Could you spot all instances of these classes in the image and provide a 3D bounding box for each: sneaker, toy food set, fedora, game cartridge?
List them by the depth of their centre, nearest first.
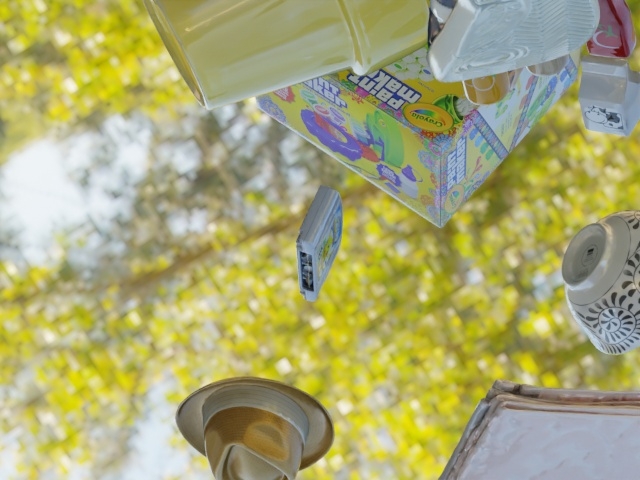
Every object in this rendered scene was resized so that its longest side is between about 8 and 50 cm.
[{"bbox_3d":[0.000,0.000,1.244,0.083,0.017,0.056,87,21,-59],"label":"game cartridge"},{"bbox_3d":[0.130,-0.224,1.290,0.131,0.148,0.350,-14,167,-5],"label":"sneaker"},{"bbox_3d":[0.226,-0.166,1.450,0.232,0.104,0.111,13,-128,32],"label":"toy food set"},{"bbox_3d":[-0.075,0.232,2.004,0.194,0.194,0.079,-25,-138,29],"label":"fedora"}]

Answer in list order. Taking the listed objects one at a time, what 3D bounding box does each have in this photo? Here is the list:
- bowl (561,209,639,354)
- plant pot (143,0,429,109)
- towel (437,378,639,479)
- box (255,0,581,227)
[{"bbox_3d":[0.311,0.030,1.903,0.170,0.080,0.170,-47,-152,35],"label":"bowl"},{"bbox_3d":[-0.049,-0.257,1.818,0.239,0.254,0.254,-29,-169,-6],"label":"plant pot"},{"bbox_3d":[0.243,0.250,1.654,0.053,0.317,0.332,-105,-152,-43],"label":"towel"},{"bbox_3d":[0.113,-0.224,2.097,0.279,0.290,0.177,-46,157,-21],"label":"box"}]
